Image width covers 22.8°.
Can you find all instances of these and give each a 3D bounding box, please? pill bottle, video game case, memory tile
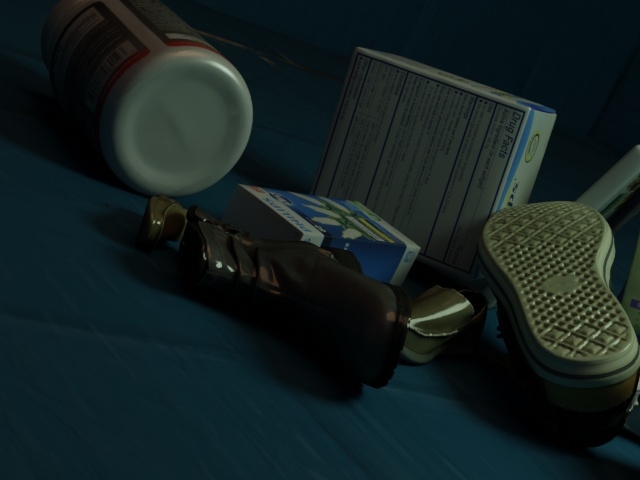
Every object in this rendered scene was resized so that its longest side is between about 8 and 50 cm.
[{"bbox_3d":[-0.250,-0.219,2.174,0.210,0.210,0.363,17,17,-32],"label":"pill bottle"},{"bbox_3d":[0.404,-0.024,2.401,0.036,0.329,0.300,51,21,14],"label":"video game case"},{"bbox_3d":[0.291,0.185,2.074,0.148,0.012,0.113,35,17,30],"label":"memory tile"}]

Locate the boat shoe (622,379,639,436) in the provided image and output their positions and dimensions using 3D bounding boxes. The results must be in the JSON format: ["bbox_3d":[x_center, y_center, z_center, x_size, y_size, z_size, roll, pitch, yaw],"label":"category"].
[{"bbox_3d":[0.480,0.242,2.039,0.258,0.095,0.084,13,38,-19],"label":"boat shoe"}]

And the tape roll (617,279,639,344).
[{"bbox_3d":[0.623,0.149,2.641,0.274,0.090,0.275,25,13,-6],"label":"tape roll"}]

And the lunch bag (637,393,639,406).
[{"bbox_3d":[0.584,0.291,1.771,0.327,0.239,0.385,21,34,-23],"label":"lunch bag"}]

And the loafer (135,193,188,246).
[{"bbox_3d":[-0.185,-0.024,1.903,0.050,0.056,0.148,19,14,-1],"label":"loafer"}]

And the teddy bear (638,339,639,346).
[{"bbox_3d":[0.623,0.220,2.339,0.245,0.113,0.338,12,19,-38],"label":"teddy bear"}]

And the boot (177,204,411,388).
[{"bbox_3d":[-0.044,0.060,1.779,0.222,0.118,0.338,18,5,-20],"label":"boot"}]

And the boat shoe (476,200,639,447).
[{"bbox_3d":[0.307,0.090,2.054,0.186,0.156,0.500,-6,27,1],"label":"boat shoe"}]

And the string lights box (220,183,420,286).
[{"bbox_3d":[0.000,0.000,2.099,0.133,0.077,0.259,37,18,33],"label":"string lights box"}]

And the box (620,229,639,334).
[{"bbox_3d":[0.576,0.040,2.328,0.213,0.243,0.117,18,15,27],"label":"box"}]

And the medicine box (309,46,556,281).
[{"bbox_3d":[0.160,-0.114,2.335,0.289,0.264,0.149,22,11,20],"label":"medicine box"}]

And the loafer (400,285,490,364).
[{"bbox_3d":[0.133,0.093,1.974,0.094,0.087,0.251,33,15,25],"label":"loafer"}]
